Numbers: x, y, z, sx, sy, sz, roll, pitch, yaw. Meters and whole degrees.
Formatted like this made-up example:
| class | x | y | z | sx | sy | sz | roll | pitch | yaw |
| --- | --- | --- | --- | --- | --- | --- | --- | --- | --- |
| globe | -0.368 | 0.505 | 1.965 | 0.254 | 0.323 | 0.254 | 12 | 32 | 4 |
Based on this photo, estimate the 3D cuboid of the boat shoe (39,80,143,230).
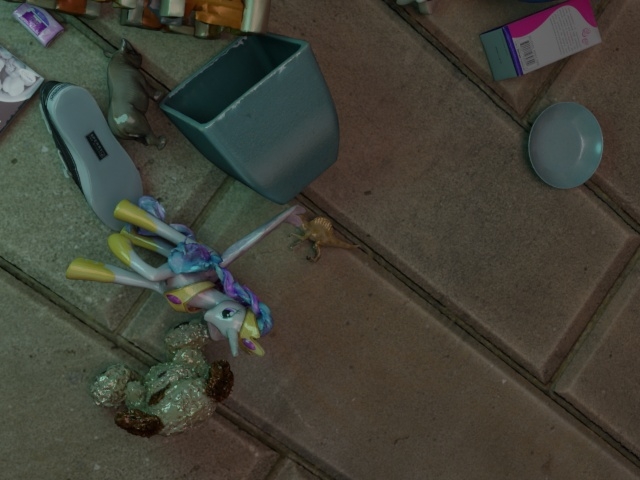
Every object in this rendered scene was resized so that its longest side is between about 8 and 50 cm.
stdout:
| class | x | y | z | sx | sy | sz | roll | pitch | yaw |
| --- | --- | --- | --- | --- | --- | --- | --- | --- | --- |
| boat shoe | -0.431 | -0.155 | 1.614 | 0.113 | 0.105 | 0.306 | -43 | 131 | -22 |

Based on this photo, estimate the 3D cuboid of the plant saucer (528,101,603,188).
| class | x | y | z | sx | sy | sz | roll | pitch | yaw |
| --- | --- | --- | --- | --- | --- | --- | --- | --- | --- |
| plant saucer | 0.544 | -0.214 | 1.967 | 0.195 | 0.037 | 0.194 | -2 | 95 | -17 |

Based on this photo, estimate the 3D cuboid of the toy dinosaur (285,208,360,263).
| class | x | y | z | sx | sy | sz | roll | pitch | yaw |
| --- | --- | --- | --- | --- | --- | --- | --- | --- | --- |
| toy dinosaur | 0.000 | 0.000 | 1.798 | 0.183 | 0.053 | 0.092 | 30 | 84 | -18 |

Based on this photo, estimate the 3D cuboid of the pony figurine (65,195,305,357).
| class | x | y | z | sx | sy | sz | roll | pitch | yaw |
| --- | --- | --- | --- | --- | --- | --- | --- | --- | --- |
| pony figurine | -0.214 | 0.057 | 1.578 | 0.364 | 0.351 | 0.302 | 27 | 116 | 6 |

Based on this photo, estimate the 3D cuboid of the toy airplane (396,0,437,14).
| class | x | y | z | sx | sy | sz | roll | pitch | yaw |
| --- | --- | --- | --- | --- | --- | --- | --- | --- | --- |
| toy airplane | 0.180 | -0.651 | 1.665 | 0.386 | 0.272 | 0.384 | 9 | 109 | -47 |

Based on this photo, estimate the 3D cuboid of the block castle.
| class | x | y | z | sx | sy | sz | roll | pitch | yaw |
| --- | --- | --- | --- | --- | --- | --- | --- | --- | --- |
| block castle | -0.317 | -0.488 | 1.498 | 0.454 | 0.303 | 0.212 | 4 | 97 | -29 |

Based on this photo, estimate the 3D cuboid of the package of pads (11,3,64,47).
| class | x | y | z | sx | sy | sz | roll | pitch | yaw |
| --- | --- | --- | --- | --- | --- | --- | --- | --- | --- |
| package of pads | -0.518 | -0.400 | 1.602 | 0.083 | 0.032 | 0.050 | 46 | 79 | -16 |

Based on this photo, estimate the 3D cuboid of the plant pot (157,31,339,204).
| class | x | y | z | sx | sy | sz | roll | pitch | yaw |
| --- | --- | --- | --- | --- | --- | --- | --- | --- | --- |
| plant pot | -0.107 | -0.216 | 1.653 | 0.247 | 0.248 | 0.252 | -42 | 124 | -11 |

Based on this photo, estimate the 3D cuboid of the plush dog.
| class | x | y | z | sx | sy | sz | roll | pitch | yaw |
| --- | --- | --- | --- | --- | --- | --- | --- | --- | --- |
| plush dog | -0.274 | 0.298 | 1.641 | 0.263 | 0.225 | 0.210 | -31 | 103 | -14 |

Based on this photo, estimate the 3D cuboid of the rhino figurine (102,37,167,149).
| class | x | y | z | sx | sy | sz | roll | pitch | yaw |
| --- | --- | --- | --- | --- | --- | --- | --- | --- | --- |
| rhino figurine | -0.348 | -0.279 | 1.606 | 0.106 | 0.073 | 0.243 | 23 | 48 | -49 |

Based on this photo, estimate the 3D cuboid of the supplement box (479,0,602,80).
| class | x | y | z | sx | sy | sz | roll | pitch | yaw |
| --- | --- | --- | --- | --- | --- | --- | --- | --- | --- |
| supplement box | 0.475 | -0.437 | 1.885 | 0.220 | 0.114 | 0.111 | -23 | 101 | -14 |

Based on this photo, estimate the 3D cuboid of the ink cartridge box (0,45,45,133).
| class | x | y | z | sx | sy | sz | roll | pitch | yaw |
| --- | --- | --- | --- | --- | --- | --- | --- | --- | --- |
| ink cartridge box | -0.644 | -0.275 | 1.566 | 0.206 | 0.045 | 0.208 | 38 | 84 | -18 |

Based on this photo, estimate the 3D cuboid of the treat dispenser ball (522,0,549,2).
| class | x | y | z | sx | sy | sz | roll | pitch | yaw |
| --- | --- | --- | --- | --- | --- | --- | --- | --- | --- |
| treat dispenser ball | 0.444 | -0.629 | 1.766 | 0.288 | 0.288 | 0.288 | -2 | 95 | -18 |
